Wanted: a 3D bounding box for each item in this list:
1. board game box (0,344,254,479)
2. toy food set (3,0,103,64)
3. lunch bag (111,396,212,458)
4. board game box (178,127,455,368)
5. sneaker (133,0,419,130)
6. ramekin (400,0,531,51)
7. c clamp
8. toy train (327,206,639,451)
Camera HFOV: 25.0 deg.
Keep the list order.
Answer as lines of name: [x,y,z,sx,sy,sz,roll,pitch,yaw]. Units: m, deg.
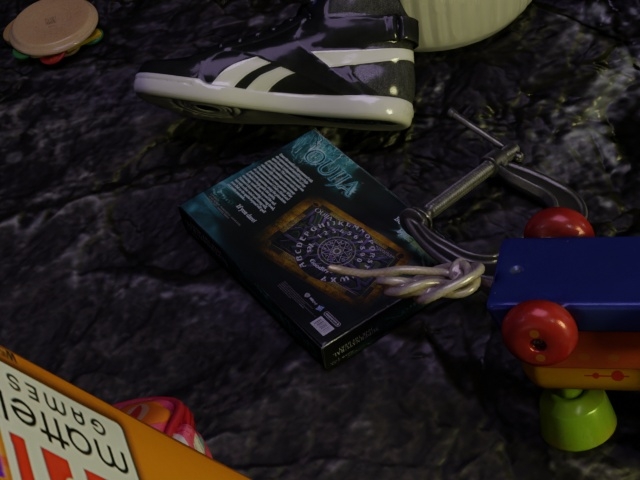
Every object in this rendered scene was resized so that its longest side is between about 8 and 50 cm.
board game box: [-0.064,0.316,0.397,0.356,0.356,0.356,-40,46,13]
toy food set: [-0.233,-0.184,1.262,0.083,0.020,0.082,-27,46,-14]
lunch bag: [-0.171,0.209,0.726,0.258,0.120,0.293,-22,17,8]
board game box: [0.000,0.000,1.021,0.126,0.026,0.186,-31,47,-19]
sneaker: [-0.030,-0.152,1.111,0.217,0.079,0.121,6,83,8]
ramekin: [0.089,-0.248,1.188,0.207,0.109,0.207,-6,45,6]
c clamp: [0.112,-0.025,1.005,0.137,0.022,0.161,28,41,19]
toy train: [0.138,0.065,0.853,0.248,0.143,0.105,-1,38,19]
